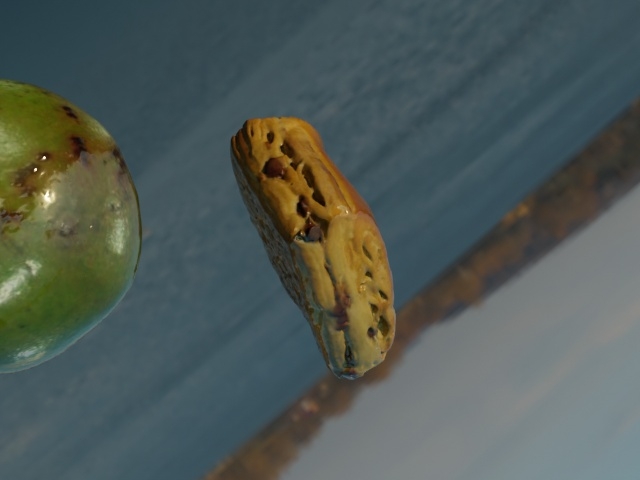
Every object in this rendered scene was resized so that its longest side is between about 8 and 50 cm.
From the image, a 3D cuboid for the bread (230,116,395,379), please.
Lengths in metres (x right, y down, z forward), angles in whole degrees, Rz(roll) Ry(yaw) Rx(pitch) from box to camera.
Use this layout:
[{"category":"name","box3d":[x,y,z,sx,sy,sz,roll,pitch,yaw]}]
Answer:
[{"category":"bread","box3d":[0.000,0.000,1.671,0.099,0.210,0.235,-25,136,-7]}]

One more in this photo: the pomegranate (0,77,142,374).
[{"category":"pomegranate","box3d":[-0.201,-0.026,1.053,0.159,0.190,0.241,-4,142,10]}]
